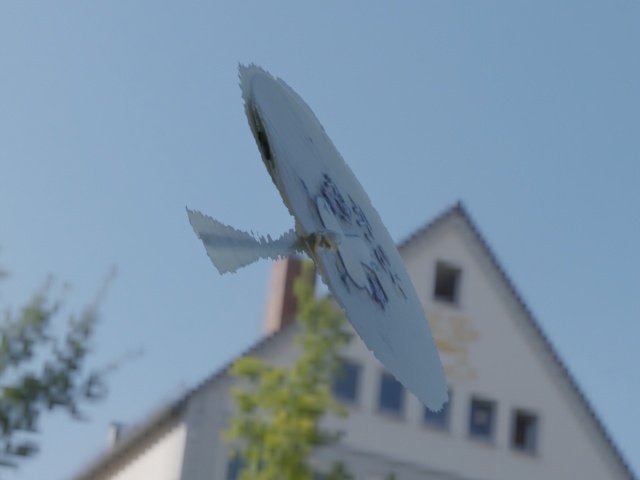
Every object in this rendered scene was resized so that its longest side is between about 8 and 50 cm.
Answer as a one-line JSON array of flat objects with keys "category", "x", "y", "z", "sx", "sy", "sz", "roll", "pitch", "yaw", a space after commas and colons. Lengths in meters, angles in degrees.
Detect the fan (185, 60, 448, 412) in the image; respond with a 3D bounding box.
[{"category": "fan", "x": 0.001, "y": 0.000, "z": 1.083, "sx": 0.012, "sy": 0.233, "sz": 0.415, "roll": -31, "pitch": -4, "yaw": 12}]
